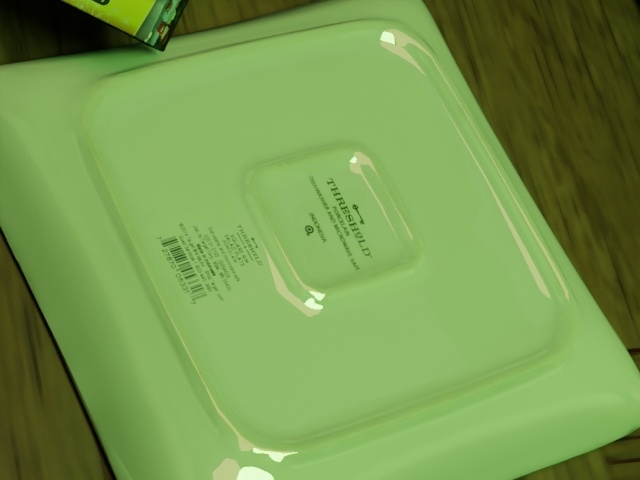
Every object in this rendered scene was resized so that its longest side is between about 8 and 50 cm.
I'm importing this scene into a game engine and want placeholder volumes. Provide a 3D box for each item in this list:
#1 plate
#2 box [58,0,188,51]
[{"bbox_3d":[0.000,0.000,0.826,0.278,0.045,0.277,-17,70,-30],"label":"plate"},{"bbox_3d":[-0.144,-0.210,0.811,0.233,0.044,0.159,27,91,4],"label":"box"}]
